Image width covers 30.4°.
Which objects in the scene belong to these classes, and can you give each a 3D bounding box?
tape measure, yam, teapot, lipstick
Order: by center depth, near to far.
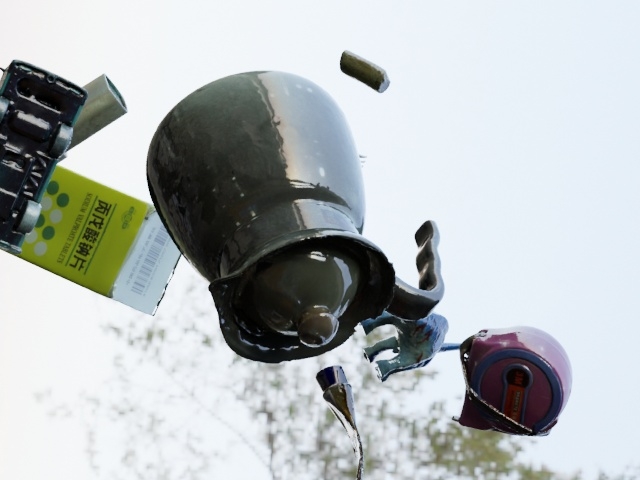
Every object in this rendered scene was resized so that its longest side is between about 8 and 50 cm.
[{"bbox_3d":[-0.021,0.011,1.206,0.223,0.305,0.285,-35,-133,14],"label":"teapot"},{"bbox_3d":[0.208,0.151,1.272,0.074,0.125,0.118,-49,148,-63],"label":"tape measure"},{"bbox_3d":[-0.427,-0.167,1.862,0.252,0.079,0.077,-31,-140,3],"label":"lipstick"},{"bbox_3d":[0.076,-0.291,2.034,0.043,0.094,0.043,-53,162,-25],"label":"yam"}]

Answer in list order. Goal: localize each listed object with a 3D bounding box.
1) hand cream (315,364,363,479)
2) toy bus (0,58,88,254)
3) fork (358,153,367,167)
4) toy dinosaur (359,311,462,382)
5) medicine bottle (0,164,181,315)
[{"bbox_3d":[0.030,0.221,1.342,0.062,0.039,0.163,93,-17,-62],"label":"hand cream"},{"bbox_3d":[-0.276,-0.079,1.059,0.160,0.079,0.092,-66,-159,2],"label":"toy bus"},{"bbox_3d":[-0.033,-0.124,1.480,0.034,0.219,0.028,-61,-152,22],"label":"fork"},{"bbox_3d":[0.115,0.133,1.546,0.076,0.144,0.329,69,9,26],"label":"toy dinosaur"},{"bbox_3d":[-0.316,-0.013,1.568,0.137,0.250,0.141,-66,157,-7],"label":"medicine bottle"}]
